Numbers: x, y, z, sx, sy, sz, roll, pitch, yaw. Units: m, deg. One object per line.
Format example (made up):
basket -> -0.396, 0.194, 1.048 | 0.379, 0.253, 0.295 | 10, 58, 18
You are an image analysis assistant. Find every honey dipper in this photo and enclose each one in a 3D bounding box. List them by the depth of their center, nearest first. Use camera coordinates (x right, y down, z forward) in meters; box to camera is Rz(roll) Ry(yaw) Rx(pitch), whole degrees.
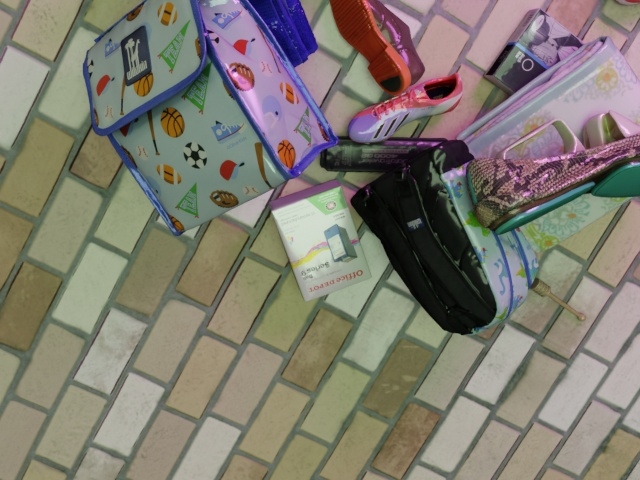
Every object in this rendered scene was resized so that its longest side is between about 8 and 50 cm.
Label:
honey dipper -> 0.545, 0.139, 1.586 | 0.161, 0.030, 0.030 | 33, 98, -14

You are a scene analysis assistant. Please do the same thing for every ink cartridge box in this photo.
ink cartridge box -> 0.522, -0.317, 1.456 | 0.333, 0.065, 0.165 | 32, 98, -13
ink cartridge box -> 0.000, 0.000, 1.459 | 0.154, 0.093, 0.212 | -19, 107, -2

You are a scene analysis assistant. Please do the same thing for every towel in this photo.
towel -> -0.157, -0.425, 1.259 | 0.228, 0.076, 0.308 | -17, 135, 11
towel -> 0.497, -0.179, 1.424 | 0.375, 0.090, 0.320 | -35, 113, 19

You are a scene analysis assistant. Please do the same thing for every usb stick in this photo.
usb stick -> 0.139, -0.178, 1.455 | 0.278, 0.045, 0.077 | 0, 110, -7

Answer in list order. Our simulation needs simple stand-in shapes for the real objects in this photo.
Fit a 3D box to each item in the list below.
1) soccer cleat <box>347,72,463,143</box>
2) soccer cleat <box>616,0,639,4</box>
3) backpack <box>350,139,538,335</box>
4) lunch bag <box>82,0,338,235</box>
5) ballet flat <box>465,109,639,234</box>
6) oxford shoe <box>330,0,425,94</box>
soccer cleat -> 0.169, -0.270, 1.401 | 0.248, 0.095, 0.083 | -19, 68, -5
soccer cleat -> 0.751, -0.555, 1.393 | 0.318, 0.116, 0.108 | -20, 105, -1
backpack -> 0.266, 0.010, 1.387 | 0.273, 0.290, 0.355 | -14, 78, -38
lunch bag -> -0.221, -0.244, 1.245 | 0.328, 0.239, 0.385 | -21, 106, 35
ballet flat -> 0.481, -0.146, 1.278 | 0.483, 0.164, 0.181 | -13, 73, -18
oxford shoe -> 0.111, -0.423, 1.384 | 0.098, 0.097, 0.271 | -36, 99, -32
